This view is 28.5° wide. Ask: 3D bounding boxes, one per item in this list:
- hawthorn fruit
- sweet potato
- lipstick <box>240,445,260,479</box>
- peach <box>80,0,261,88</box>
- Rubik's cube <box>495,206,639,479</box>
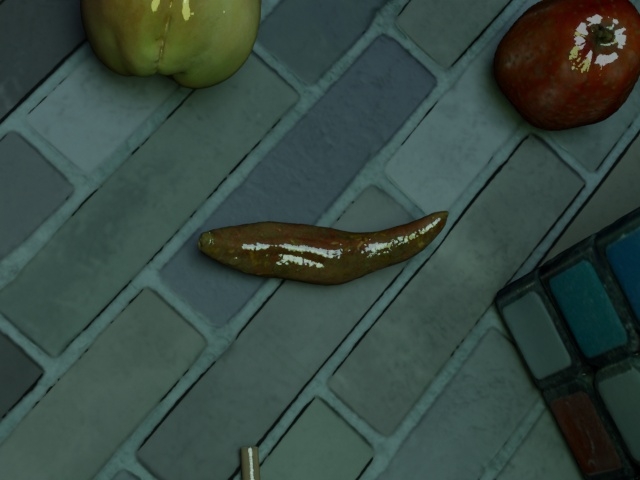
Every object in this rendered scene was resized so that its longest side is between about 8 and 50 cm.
[{"bbox_3d":[0.283,-0.204,1.346,0.163,0.203,0.162,4,78,-19],"label":"hawthorn fruit"},{"bbox_3d":[0.002,0.009,1.271,0.255,0.078,0.058,-3,36,-10],"label":"sweet potato"},{"bbox_3d":[-0.066,0.246,1.211,0.019,0.019,0.094,0,75,-18],"label":"lipstick"},{"bbox_3d":[-0.145,-0.240,1.235,0.184,0.184,0.184,5,74,-17],"label":"peach"},{"bbox_3d":[0.438,0.103,1.233,0.362,0.363,0.358,-20,79,-18],"label":"Rubik's cube"}]
